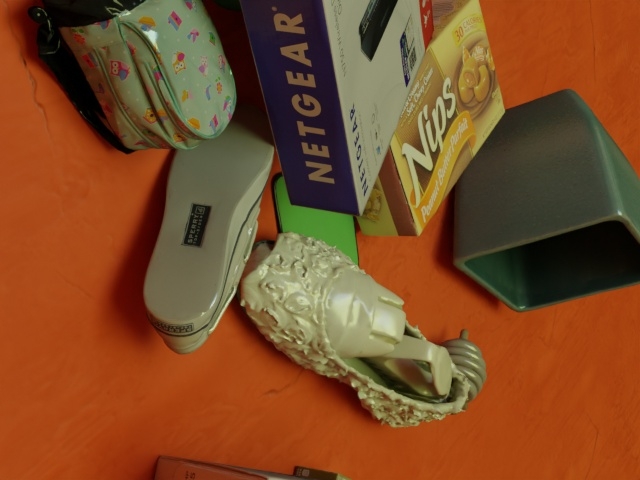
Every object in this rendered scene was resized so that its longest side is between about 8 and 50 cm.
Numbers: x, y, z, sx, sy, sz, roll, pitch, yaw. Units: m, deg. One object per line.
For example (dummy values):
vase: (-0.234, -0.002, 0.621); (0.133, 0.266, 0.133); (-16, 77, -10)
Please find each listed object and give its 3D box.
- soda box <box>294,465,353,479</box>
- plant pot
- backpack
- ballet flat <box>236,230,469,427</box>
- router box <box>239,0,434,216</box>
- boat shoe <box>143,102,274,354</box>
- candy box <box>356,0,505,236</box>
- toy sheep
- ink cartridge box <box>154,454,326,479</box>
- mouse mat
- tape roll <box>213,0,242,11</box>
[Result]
soda box: (-0.012, 0.355, 1.195); (0.058, 0.061, 0.181); (38, 61, -50)
plant pot: (0.341, -0.070, 1.544); (0.247, 0.248, 0.252); (33, 47, -51)
backpack: (-0.154, -0.162, 0.930); (0.152, 0.115, 0.182); (-55, 136, -42)
ballet flat: (0.064, 0.109, 1.227); (0.409, 0.147, 0.147); (42, 58, -48)
router box: (0.028, -0.245, 1.051); (0.335, 0.082, 0.301); (77, 28, -51)
boat shoe: (-0.104, -0.014, 1.032); (0.088, 0.096, 0.267); (93, 5, -57)
candy box: (0.130, -0.167, 1.355); (0.316, 0.087, 0.183); (-50, 130, -42)
toy sheep: (0.190, 0.182, 1.463); (0.091, 0.091, 0.132); (52, 37, -42)
ink cartridge box: (-0.017, 0.331, 1.016); (0.270, 0.197, 0.198); (18, 76, -36)
mouse mat: (0.000, 0.000, 1.249); (0.152, 0.007, 0.190); (-24, 112, -52)
tape roll: (-0.041, -0.384, 1.026); (0.321, 0.077, 0.321); (10, 90, -73)
